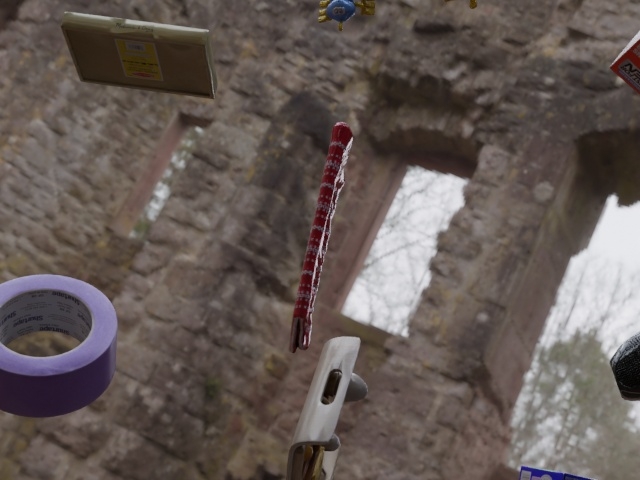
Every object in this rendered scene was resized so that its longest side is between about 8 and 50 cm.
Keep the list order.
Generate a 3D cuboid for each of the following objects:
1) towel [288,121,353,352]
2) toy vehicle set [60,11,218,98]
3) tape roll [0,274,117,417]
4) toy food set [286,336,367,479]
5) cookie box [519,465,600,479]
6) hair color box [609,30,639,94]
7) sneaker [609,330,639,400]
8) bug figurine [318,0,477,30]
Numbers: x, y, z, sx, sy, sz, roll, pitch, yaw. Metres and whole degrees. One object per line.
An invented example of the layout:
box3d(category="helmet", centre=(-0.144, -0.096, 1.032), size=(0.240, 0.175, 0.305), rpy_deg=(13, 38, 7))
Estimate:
box3d(category="towel", centre=(0.000, 0.000, 1.302), size=(0.031, 0.274, 0.199), rpy_deg=(12, -20, 1))
box3d(category="toy vehicle set", centre=(-0.331, -0.341, 1.807), size=(0.267, 0.035, 0.166), rpy_deg=(8, -27, 3))
box3d(category="tape roll", centre=(-0.362, 0.135, 1.275), size=(0.189, 0.189, 0.080), rpy_deg=(22, -50, 12))
box3d(category="toy food set", centre=(0.014, 0.335, 1.618), size=(0.093, 0.219, 0.306), rpy_deg=(12, -47, 7))
box3d(category="cookie box", centre=(0.295, 0.290, 1.113), size=(0.107, 0.040, 0.092), rpy_deg=(16, -12, -18))
box3d(category="hair color box", centre=(0.348, -0.210, 0.891), size=(0.053, 0.093, 0.167), rpy_deg=(42, -27, 3))
box3d(category="sneaker", centre=(0.373, 0.096, 0.981), size=(0.072, 0.178, 0.077), rpy_deg=(59, 0, 24))
box3d(category="bug figurine", centre=(0.123, -0.410, 1.436), size=(0.279, 0.216, 0.072), rpy_deg=(-8, -32, 12))
